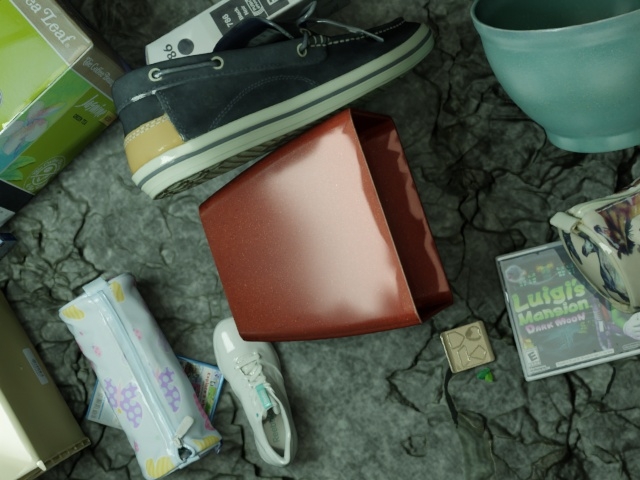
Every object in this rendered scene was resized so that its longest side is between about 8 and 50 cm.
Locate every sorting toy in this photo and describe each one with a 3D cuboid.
[{"bbox_3d":[0.201,0.155,1.814,0.062,0.012,0.083,-18,85,-2],"label":"sorting toy"}]

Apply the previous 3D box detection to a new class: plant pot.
[{"bbox_3d":[0.000,0.000,1.717,0.236,0.267,0.267,-18,88,14],"label":"plant pot"},{"bbox_3d":[0.354,-0.232,1.701,0.293,0.293,0.196,-16,114,3],"label":"plant pot"}]

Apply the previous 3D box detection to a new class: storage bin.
[{"bbox_3d":[-0.430,0.190,1.722,0.123,0.260,0.262,-31,87,3],"label":"storage bin"}]

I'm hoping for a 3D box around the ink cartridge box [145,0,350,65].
[{"bbox_3d":[-0.117,-0.266,1.763,0.333,0.165,0.065,-32,87,1],"label":"ink cartridge box"}]

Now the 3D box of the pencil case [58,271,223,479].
[{"bbox_3d":[-0.237,0.178,1.766,0.113,0.124,0.273,-28,87,2],"label":"pencil case"}]

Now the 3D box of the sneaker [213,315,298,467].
[{"bbox_3d":[-0.078,0.198,1.783,0.080,0.094,0.212,-24,90,-6],"label":"sneaker"}]

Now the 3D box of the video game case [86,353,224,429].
[{"bbox_3d":[-0.223,0.209,1.834,0.166,0.015,0.119,16,89,3],"label":"video game case"}]

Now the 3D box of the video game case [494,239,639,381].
[{"bbox_3d":[0.345,0.082,1.803,0.190,0.022,0.173,-14,88,3],"label":"video game case"}]

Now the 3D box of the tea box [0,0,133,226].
[{"bbox_3d":[-0.465,-0.225,1.727,0.323,0.220,0.329,-42,77,3],"label":"tea box"}]

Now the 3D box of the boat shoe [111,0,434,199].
[{"bbox_3d":[-0.046,-0.202,1.642,0.500,0.187,0.156,-27,87,-39],"label":"boat shoe"}]

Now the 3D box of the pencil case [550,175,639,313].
[{"bbox_3d":[0.501,-0.064,1.714,0.410,0.160,0.183,-30,105,-2],"label":"pencil case"}]

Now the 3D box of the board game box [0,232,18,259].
[{"bbox_3d":[-0.452,0.027,1.811,0.020,0.090,0.090,42,91,1],"label":"board game box"}]
